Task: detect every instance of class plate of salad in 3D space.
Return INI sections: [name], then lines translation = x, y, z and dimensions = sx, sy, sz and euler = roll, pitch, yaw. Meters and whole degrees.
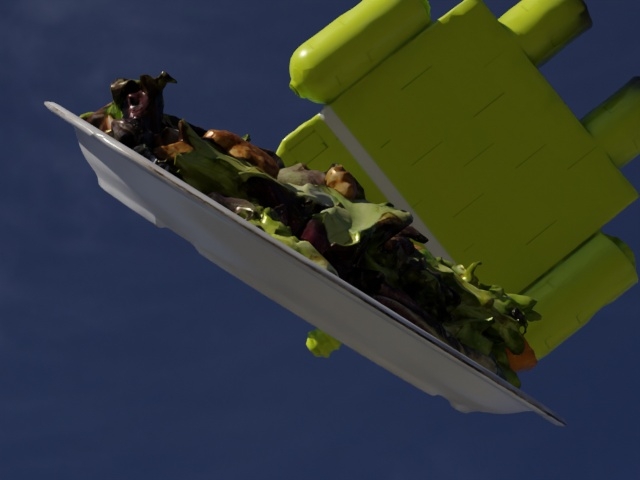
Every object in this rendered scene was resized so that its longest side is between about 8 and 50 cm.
[plate of salad]
translation = 0.000, 0.000, 0.580
dimensions = 0.200, 0.200, 0.048
euler = 33, -90, -21

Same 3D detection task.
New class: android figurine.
[android figurine]
translation = 0.080, -0.038, 1.106
dimensions = 0.273, 0.056, 0.248
euler = -36, -94, -5
